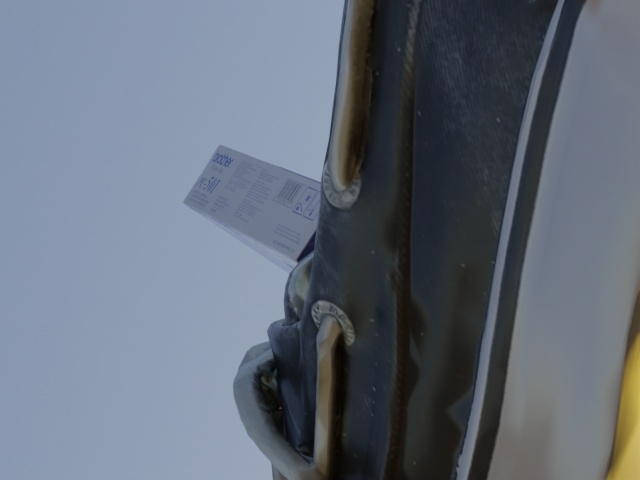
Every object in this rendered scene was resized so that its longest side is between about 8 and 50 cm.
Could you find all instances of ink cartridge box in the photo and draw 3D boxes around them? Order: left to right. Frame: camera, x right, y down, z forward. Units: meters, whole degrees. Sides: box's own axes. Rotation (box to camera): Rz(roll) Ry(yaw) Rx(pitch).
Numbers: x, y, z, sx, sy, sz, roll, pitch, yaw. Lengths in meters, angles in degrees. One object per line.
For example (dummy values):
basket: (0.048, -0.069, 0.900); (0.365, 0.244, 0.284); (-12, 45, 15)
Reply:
ink cartridge box: (0.000, 0.000, 0.999); (0.097, 0.207, 0.046); (34, -93, -22)

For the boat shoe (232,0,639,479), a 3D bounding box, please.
boat shoe: (0.033, 0.032, 0.414); (0.113, 0.105, 0.306); (-39, -32, -34)
